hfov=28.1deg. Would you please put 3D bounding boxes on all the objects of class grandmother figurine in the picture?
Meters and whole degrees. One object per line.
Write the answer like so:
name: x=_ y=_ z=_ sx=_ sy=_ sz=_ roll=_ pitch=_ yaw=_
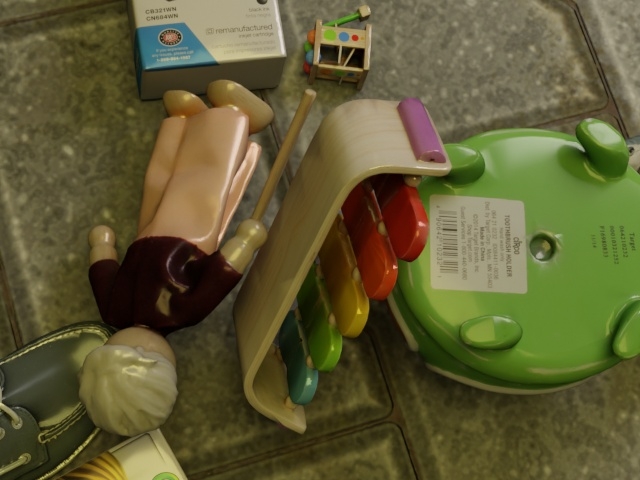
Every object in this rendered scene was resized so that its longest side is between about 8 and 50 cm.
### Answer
grandmother figurine: x=-0.133 y=0.016 z=1.171 sx=0.104 sy=0.207 sz=0.342 roll=36 pitch=57 yaw=-35

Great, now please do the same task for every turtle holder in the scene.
turtle holder: x=0.208 y=0.016 z=1.196 sx=0.320 sy=0.227 sz=0.243 roll=-26 pitch=78 yaw=-17

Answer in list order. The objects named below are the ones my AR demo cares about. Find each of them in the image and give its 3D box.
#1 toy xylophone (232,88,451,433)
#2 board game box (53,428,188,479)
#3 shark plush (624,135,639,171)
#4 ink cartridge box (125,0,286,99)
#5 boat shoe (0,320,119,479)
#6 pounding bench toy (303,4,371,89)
toy xylophone: x=0.000 y=0.000 z=1.148 sx=0.081 sy=0.323 sz=0.236 roll=16 pitch=38 yaw=-20
board game box: x=-0.158 y=0.343 z=1.137 sx=0.193 sy=0.053 sz=0.305 roll=-28 pitch=79 yaw=-15
shark plush: x=0.300 y=-0.095 z=1.337 sx=0.161 sy=0.073 sz=0.067 roll=-33 pitch=50 yaw=-11
ink cartridge box: x=-0.125 y=-0.257 z=1.306 sx=0.148 sy=0.086 sz=0.203 roll=-8 pitch=75 yaw=-10
boat shoe: x=-0.302 y=0.176 z=1.142 sx=0.319 sy=0.099 sz=0.116 roll=-36 pitch=78 yaw=-18
pounding bench toy: x=0.017 y=-0.208 z=1.329 sx=0.065 sy=0.052 sz=0.083 roll=6 pitch=73 yaw=-6
